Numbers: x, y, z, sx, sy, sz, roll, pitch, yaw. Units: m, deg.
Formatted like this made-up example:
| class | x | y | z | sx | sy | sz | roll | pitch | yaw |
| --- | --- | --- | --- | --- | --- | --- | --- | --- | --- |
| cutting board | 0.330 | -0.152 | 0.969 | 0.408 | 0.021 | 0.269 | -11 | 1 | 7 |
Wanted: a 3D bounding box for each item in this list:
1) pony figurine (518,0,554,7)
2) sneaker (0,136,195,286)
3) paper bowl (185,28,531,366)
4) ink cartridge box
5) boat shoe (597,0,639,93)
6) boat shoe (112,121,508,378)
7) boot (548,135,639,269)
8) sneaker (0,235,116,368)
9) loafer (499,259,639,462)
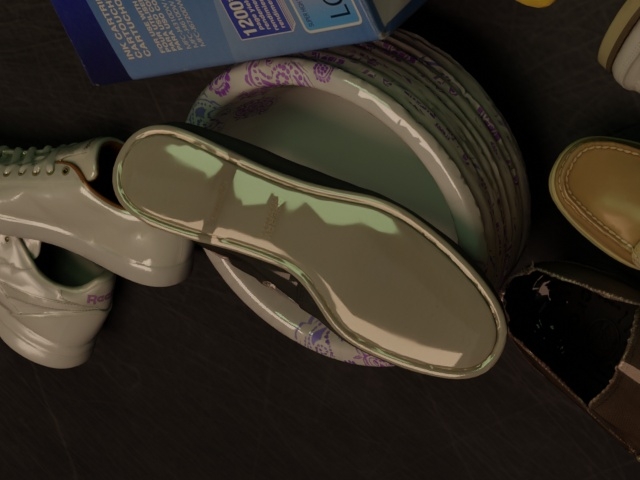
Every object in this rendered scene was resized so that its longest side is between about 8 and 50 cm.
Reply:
| class | x | y | z | sx | sy | sz | roll | pitch | yaw |
| --- | --- | --- | --- | --- | --- | --- | --- | --- | --- |
| pony figurine | 0.158 | -0.323 | 1.162 | 0.303 | 0.363 | 0.351 | 21 | 146 | 4 |
| sneaker | -0.245 | -0.063 | 1.804 | 0.290 | 0.106 | 0.123 | 18 | 125 | 12 |
| paper bowl | 0.037 | -0.051 | 1.562 | 0.284 | 0.148 | 0.284 | 20 | 132 | 23 |
| ink cartridge box | -0.106 | -0.276 | 1.480 | 0.395 | 0.151 | 0.270 | -3 | 120 | 47 |
| boat shoe | 0.301 | -0.186 | 1.290 | 0.103 | 0.113 | 0.302 | 46 | 136 | 6 |
| boat shoe | 0.000 | 0.000 | 1.473 | 0.335 | 0.095 | 0.112 | 27 | 98 | 13 |
| boot | 0.285 | 0.003 | 1.379 | 0.262 | 0.203 | 0.095 | 35 | 93 | 5 |
| sneaker | -0.332 | -0.008 | 1.911 | 0.305 | 0.114 | 0.152 | 33 | 127 | 1 |
| loafer | 0.263 | 0.122 | 1.446 | 0.366 | 0.130 | 0.133 | 30 | 101 | 43 |
